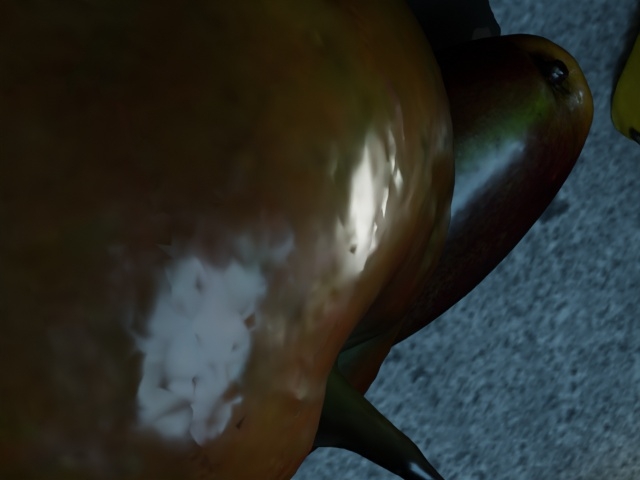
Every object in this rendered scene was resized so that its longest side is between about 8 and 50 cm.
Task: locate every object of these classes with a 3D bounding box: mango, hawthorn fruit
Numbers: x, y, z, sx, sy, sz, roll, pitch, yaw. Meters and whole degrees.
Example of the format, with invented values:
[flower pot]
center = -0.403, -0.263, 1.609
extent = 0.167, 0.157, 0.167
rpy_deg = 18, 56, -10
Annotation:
[mango]
center = 0.000, 0.000, 0.852
extent = 0.267, 0.133, 0.111
rpy_deg = -27, 89, -3
[hawthorn fruit]
center = -0.076, -0.011, 0.656
extent = 0.268, 0.301, 0.267
rpy_deg = -46, 158, -25

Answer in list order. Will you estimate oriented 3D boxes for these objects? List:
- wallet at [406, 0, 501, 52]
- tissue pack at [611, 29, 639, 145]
[wallet]
center = 0.030, -0.122, 0.861
extent = 0.082, 0.018, 0.156
rpy_deg = -31, 134, -10
[tissue pack]
center = 0.357, -0.085, 0.880
extent = 0.228, 0.382, 0.293
rpy_deg = 2, 119, -36
